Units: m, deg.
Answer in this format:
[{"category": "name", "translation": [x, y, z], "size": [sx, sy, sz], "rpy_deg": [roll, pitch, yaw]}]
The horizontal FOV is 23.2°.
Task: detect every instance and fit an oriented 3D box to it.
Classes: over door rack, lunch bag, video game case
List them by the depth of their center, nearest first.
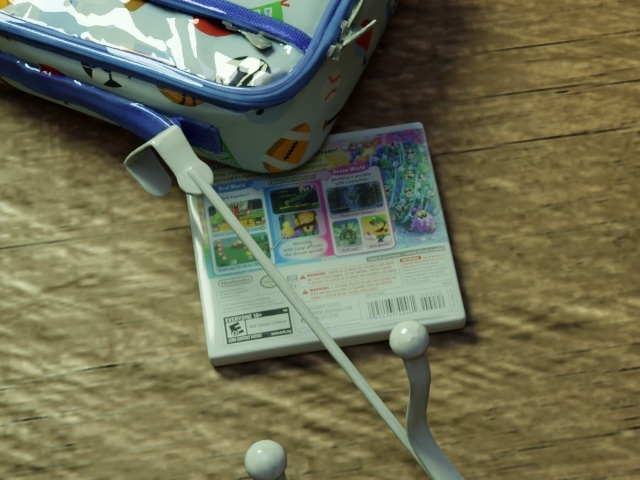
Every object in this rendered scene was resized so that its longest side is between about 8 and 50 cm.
[{"category": "over door rack", "translation": [-0.068, 0.100, 0.826], "size": [0.239, 0.108, 0.324], "rpy_deg": [-37, 77, -29]}, {"category": "video game case", "translation": [0.000, 0.000, 0.970], "size": [0.157, 0.019, 0.143], "rpy_deg": [-9, 62, -3]}, {"category": "lunch bag", "translation": [-0.096, -0.176, 1.005], "size": [0.303, 0.115, 0.243], "rpy_deg": [20, 62, 16]}]
